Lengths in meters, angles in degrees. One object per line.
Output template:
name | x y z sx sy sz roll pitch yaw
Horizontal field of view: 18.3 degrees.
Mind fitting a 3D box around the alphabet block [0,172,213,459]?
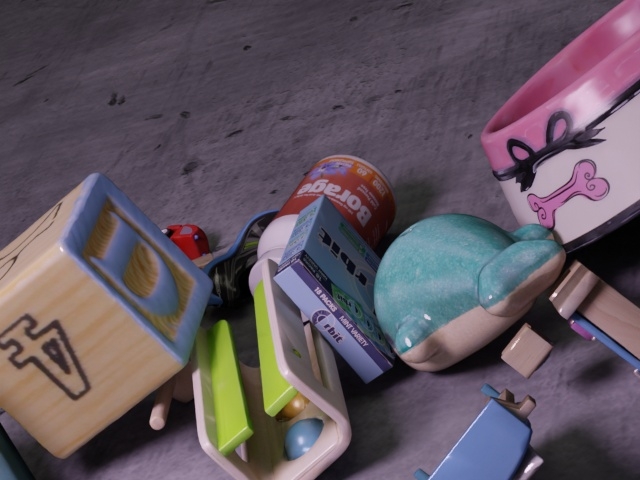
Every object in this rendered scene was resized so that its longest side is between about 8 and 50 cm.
alphabet block | -0.261 0.080 2.156 0.197 0.193 0.192 -38 16 23

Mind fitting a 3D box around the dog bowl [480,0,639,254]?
dog bowl | 0.348 -0.162 2.178 0.408 0.150 0.408 -39 6 5

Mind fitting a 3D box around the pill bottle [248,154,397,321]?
pill bottle | 0.000 0.000 2.355 0.121 0.121 0.216 -6 30 30

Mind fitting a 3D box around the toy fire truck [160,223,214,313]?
toy fire truck | -0.178 0.042 2.500 0.135 0.047 0.192 -3 30 33

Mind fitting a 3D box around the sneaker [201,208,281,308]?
sneaker | -0.079 0.028 2.446 0.078 0.067 0.188 18 40 23

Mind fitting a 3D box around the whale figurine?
whale figurine | 0.149 0.036 2.056 0.216 0.141 0.272 -38 2 -18

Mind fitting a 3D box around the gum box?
gum box | 0.026 0.050 2.170 0.041 0.157 0.184 -36 14 20

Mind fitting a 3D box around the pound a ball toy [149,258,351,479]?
pound a ball toy | -0.076 0.167 2.117 0.208 0.136 0.319 -43 21 12

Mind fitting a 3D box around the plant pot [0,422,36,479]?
plant pot | -0.409 0.233 2.094 0.165 0.234 0.166 -25 25 -7

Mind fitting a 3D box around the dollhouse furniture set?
dollhouse furniture set | 0.228 0.200 1.850 0.303 0.198 0.286 -52 -2 4
